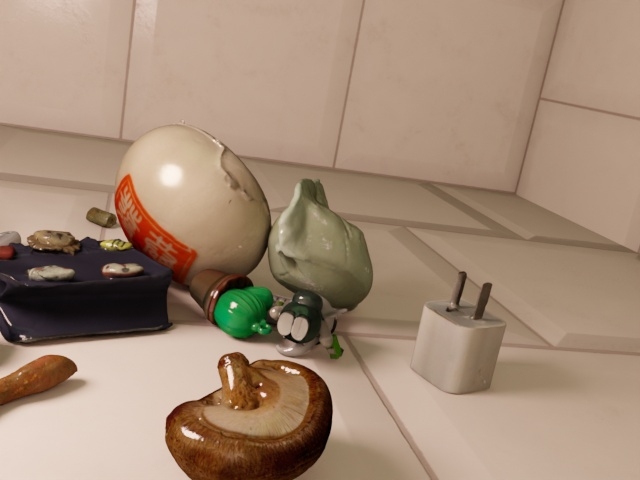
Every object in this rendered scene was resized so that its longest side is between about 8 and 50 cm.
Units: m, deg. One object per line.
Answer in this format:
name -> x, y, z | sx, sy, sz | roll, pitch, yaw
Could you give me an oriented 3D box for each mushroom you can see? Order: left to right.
mushroom -> -0.086, 0.250, 0.925 | 0.231, 0.138, 0.194 | -18, 43, -39

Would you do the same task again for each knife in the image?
knife -> -0.701, 0.031, 1.473 | 0.073, 0.041, 0.265 | -1, 15, 0

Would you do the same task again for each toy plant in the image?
toy plant -> -0.158, 0.124, 1.372 | 0.200, 0.105, 0.143 | 30, 29, 26

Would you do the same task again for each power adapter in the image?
power adapter -> 0.262, 0.161, 1.315 | 0.125, 0.205, 0.130 | 0, 19, -33

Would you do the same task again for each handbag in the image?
handbag -> -0.470, 0.069, 1.336 | 0.303, 0.122, 0.329 | -2, 18, -37

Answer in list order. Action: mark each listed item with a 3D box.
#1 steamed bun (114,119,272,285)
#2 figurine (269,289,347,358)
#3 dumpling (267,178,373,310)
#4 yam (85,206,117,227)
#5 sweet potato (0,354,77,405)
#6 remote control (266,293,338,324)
steamed bun -> -0.289, -0.050, 1.512 | 0.374, 0.374, 0.241 | 22, 57, 37
figurine -> -0.027, 0.150, 1.320 | 0.147, 0.126, 0.192 | 8, 5, 13
dumpling -> -0.013, 0.021, 1.490 | 0.211, 0.321, 0.270 | -25, 72, -19
yam -> -0.582, -0.061, 1.880 | 0.094, 0.043, 0.043 | 19, 17, 31
sweet potato -> -0.429, 0.207, 0.992 | 0.050, 0.050, 0.214 | 17, 20, 24
remote control -> -0.090, 0.143, 1.475 | 0.250, 0.034, 0.103 | 13, 15, 9
